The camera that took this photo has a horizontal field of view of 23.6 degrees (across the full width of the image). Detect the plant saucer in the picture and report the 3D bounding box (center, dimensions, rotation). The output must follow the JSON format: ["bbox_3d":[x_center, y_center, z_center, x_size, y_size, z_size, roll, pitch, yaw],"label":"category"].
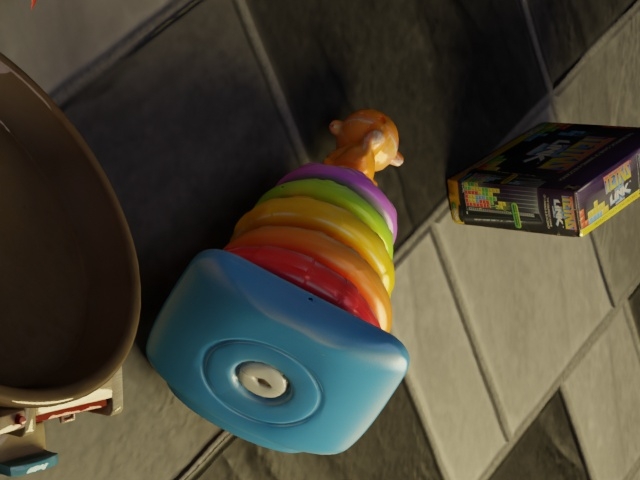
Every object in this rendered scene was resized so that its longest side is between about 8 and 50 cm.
[{"bbox_3d":[-0.219,-0.020,0.908,0.278,0.041,0.277,40,30,-30],"label":"plant saucer"}]

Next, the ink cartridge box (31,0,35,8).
[{"bbox_3d":[-0.115,-0.277,0.971,0.066,0.189,0.232,16,64,-7],"label":"ink cartridge box"}]

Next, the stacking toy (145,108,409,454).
[{"bbox_3d":[0.000,0.000,1.190,0.175,0.165,0.301,27,48,-5],"label":"stacking toy"}]

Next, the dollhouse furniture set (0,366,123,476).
[{"bbox_3d":[-0.200,0.155,0.977,0.184,0.129,0.129,-10,102,-47],"label":"dollhouse furniture set"}]

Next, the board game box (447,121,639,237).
[{"bbox_3d":[0.224,-0.060,1.422,0.170,0.141,0.048,-31,117,-43],"label":"board game box"}]
